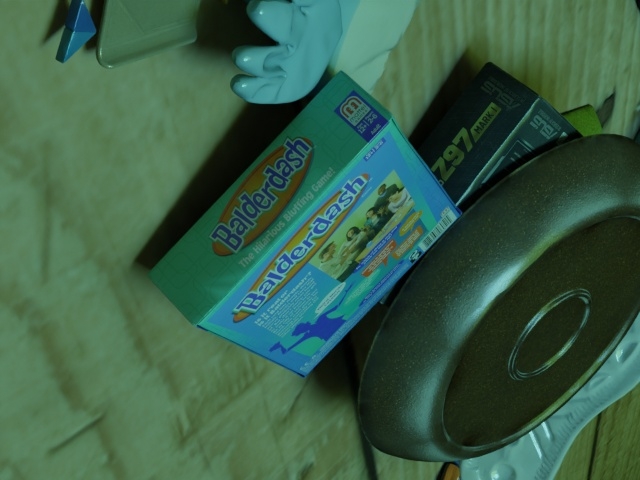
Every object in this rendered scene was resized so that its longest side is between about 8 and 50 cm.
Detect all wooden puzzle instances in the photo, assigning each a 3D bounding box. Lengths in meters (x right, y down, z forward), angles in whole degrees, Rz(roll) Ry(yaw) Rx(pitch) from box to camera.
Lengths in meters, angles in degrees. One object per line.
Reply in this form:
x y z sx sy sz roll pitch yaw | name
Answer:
-0.076 -0.121 0.636 0.116 0.014 0.079 -22 134 -52 | wooden puzzle

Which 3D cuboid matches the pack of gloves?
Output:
0.018 -0.168 0.735 0.195 0.046 0.232 -62 166 15 | pack of gloves

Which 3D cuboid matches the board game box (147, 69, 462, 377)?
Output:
0.000 0.000 0.844 0.160 0.047 0.210 -46 159 1 | board game box

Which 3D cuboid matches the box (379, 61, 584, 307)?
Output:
0.135 -0.012 1.043 0.183 0.059 0.232 -54 145 7 | box

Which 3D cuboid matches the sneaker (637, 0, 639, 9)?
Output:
0.331 -0.222 1.225 0.089 0.051 0.170 -56 161 -1 | sneaker

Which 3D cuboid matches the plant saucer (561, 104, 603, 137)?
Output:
0.183 -0.016 1.206 0.188 0.045 0.188 -21 138 -52 | plant saucer

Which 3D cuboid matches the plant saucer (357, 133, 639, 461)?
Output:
0.163 0.061 1.052 0.310 0.050 0.311 -30 144 -25 | plant saucer

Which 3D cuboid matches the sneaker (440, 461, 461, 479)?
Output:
0.224 0.250 1.561 0.221 0.087 0.083 -33 148 -41 | sneaker

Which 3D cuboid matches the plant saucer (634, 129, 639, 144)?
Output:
0.383 -0.123 1.480 0.192 0.018 0.067 -17 135 -54 | plant saucer

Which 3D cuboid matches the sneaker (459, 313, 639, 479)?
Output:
0.242 0.095 1.338 0.323 0.130 0.236 -62 177 24 | sneaker
